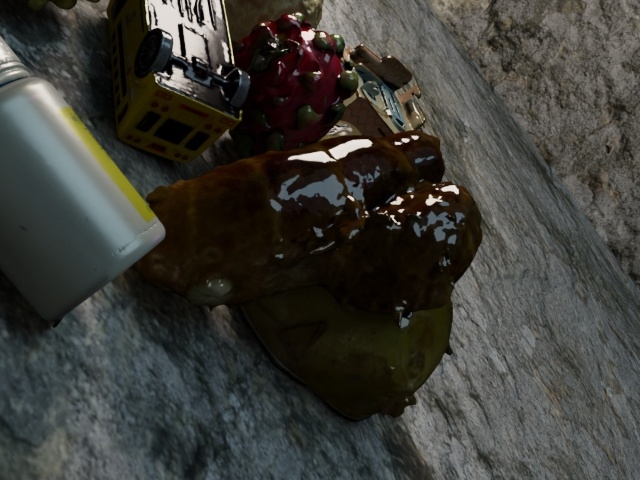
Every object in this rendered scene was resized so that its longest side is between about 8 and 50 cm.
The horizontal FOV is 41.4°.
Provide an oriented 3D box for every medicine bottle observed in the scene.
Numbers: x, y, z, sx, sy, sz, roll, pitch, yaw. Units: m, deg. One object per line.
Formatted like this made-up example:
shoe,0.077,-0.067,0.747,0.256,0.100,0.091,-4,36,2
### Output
medicine bottle,-0.274,-0.062,0.780,0.258,0.143,0.143,52,26,-9

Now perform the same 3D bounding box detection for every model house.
model house,0.107,-0.211,1.593,0.326,0.169,0.244,32,37,-43

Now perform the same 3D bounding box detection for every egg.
egg,-0.102,-0.422,1.433,0.203,0.203,0.245,18,23,-53

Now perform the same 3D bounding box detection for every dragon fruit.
dragon fruit,-0.067,-0.206,1.220,0.198,0.273,0.218,9,56,-37

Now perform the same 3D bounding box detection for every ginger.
ginger,0.000,0.000,0.961,0.418,0.176,0.254,-12,56,-23

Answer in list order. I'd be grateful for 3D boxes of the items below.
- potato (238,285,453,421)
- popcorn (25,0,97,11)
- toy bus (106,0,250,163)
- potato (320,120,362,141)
potato,0.049,0.078,1.127,0.300,0.196,0.246,43,27,-23
popcorn,-0.319,-0.403,1.008,0.249,0.225,0.249,34,36,-30
toy bus,-0.206,-0.274,1.134,0.145,0.151,0.331,18,45,-37
potato,0.020,-0.097,1.333,0.154,0.137,0.200,56,19,-21
